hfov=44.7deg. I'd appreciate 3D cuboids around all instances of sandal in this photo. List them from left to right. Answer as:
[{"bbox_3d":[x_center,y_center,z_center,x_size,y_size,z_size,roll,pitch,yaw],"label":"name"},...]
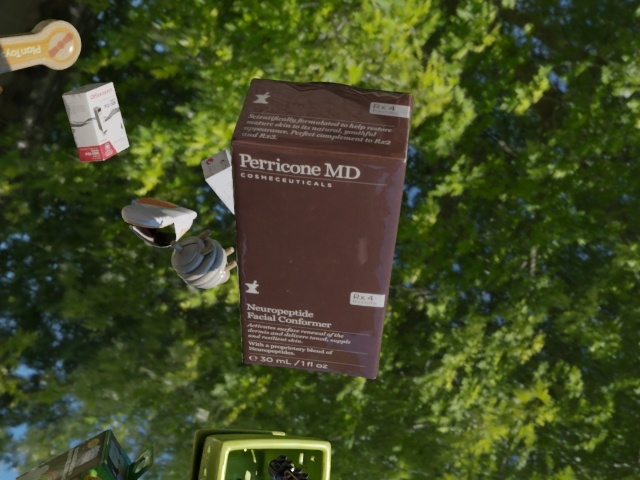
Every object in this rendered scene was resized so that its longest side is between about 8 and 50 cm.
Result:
[{"bbox_3d":[-0.308,-0.027,1.427,0.265,0.102,0.076,-42,149,-80],"label":"sandal"}]

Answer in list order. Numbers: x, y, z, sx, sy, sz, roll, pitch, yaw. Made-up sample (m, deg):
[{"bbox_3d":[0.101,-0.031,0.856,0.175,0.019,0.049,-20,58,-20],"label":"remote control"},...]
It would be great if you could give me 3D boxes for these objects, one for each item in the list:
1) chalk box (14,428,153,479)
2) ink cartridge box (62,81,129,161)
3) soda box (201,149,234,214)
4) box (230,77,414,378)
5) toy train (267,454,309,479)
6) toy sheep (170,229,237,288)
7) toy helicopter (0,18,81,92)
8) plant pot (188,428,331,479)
[{"bbox_3d":[-0.460,0.520,1.578,0.289,0.179,0.180,-27,-167,-5],"label":"chalk box"},{"bbox_3d":[-0.436,-0.232,1.517,0.056,0.135,0.099,-2,-157,20],"label":"ink cartridge box"},{"bbox_3d":[-0.213,-0.127,1.953,0.074,0.216,0.069,-26,-129,7],"label":"soda box"},{"bbox_3d":[0.000,0.000,0.969,0.143,0.191,0.381,-79,173,-48],"label":"box"},{"bbox_3d":[-0.031,0.308,0.980,0.158,0.036,0.027,9,-63,65],"label":"toy train"},{"bbox_3d":[-0.191,0.031,1.241,0.091,0.132,0.091,-21,-133,25],"label":"toy sheep"},{"bbox_3d":[-0.537,-0.271,1.230,0.140,0.355,0.234,21,-57,37],"label":"toy helicopter"},{"bbox_3d":[-0.133,0.470,1.473,0.207,0.227,0.228,-3,-101,61],"label":"plant pot"}]
